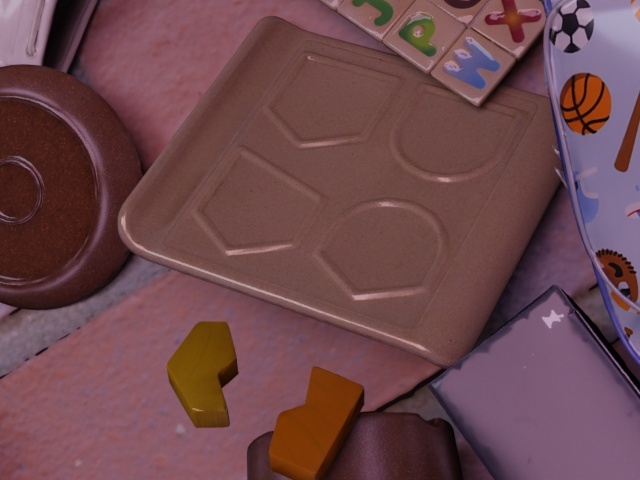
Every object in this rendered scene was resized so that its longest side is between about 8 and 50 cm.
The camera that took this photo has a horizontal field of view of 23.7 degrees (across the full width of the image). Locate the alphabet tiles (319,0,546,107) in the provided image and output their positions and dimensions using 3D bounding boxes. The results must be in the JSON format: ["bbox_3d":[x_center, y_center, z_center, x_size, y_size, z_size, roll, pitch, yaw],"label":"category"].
[{"bbox_3d":[0.099,-0.229,0.999,0.198,0.009,0.237,37,84,21],"label":"alphabet tiles"}]

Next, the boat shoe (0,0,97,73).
[{"bbox_3d":[-0.158,-0.228,1.046,0.088,0.096,0.267,28,89,15],"label":"boat shoe"}]

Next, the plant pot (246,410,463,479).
[{"bbox_3d":[0.026,0.193,0.884,0.167,0.167,0.165,-11,68,14],"label":"plant pot"}]

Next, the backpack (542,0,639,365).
[{"bbox_3d":[0.245,-0.047,0.772,0.276,0.213,0.263,-6,105,37],"label":"backpack"}]

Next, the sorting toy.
[{"bbox_3d":[0.000,0.000,0.923,0.229,0.041,0.307,21,56,17],"label":"sorting toy"}]

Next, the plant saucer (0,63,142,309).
[{"bbox_3d":[-0.202,-0.033,1.027,0.168,0.029,0.168,3,100,16],"label":"plant saucer"}]

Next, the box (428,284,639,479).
[{"bbox_3d":[0.153,0.122,0.853,0.093,0.158,0.156,-38,71,6],"label":"box"}]
